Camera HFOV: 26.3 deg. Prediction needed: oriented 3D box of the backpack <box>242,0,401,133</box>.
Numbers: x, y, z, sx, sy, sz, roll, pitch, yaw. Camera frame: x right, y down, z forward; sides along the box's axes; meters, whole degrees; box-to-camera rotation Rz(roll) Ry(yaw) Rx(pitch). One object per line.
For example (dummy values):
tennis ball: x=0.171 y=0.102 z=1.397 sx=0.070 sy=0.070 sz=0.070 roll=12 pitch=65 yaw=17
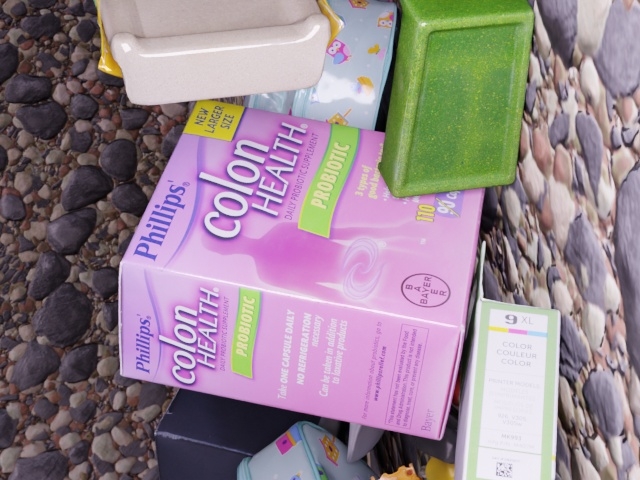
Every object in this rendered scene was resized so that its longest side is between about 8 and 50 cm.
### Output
backpack: x=0.005 y=-0.137 z=1.246 sx=0.188 sy=0.144 sz=0.166 roll=123 pitch=162 yaw=-65

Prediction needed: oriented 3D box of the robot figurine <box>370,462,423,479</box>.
robot figurine: x=0.108 y=0.347 z=1.175 sx=0.211 sy=0.085 sz=0.291 roll=65 pitch=-174 yaw=-69

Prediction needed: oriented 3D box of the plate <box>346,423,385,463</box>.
plate: x=0.068 y=0.046 z=1.283 sx=0.278 sy=0.045 sz=0.277 roll=101 pitch=176 yaw=-66

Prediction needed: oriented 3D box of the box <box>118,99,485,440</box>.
box: x=-0.006 y=0.014 z=1.036 sx=0.213 sy=0.243 sz=0.117 roll=-73 pitch=-9 yaw=-50

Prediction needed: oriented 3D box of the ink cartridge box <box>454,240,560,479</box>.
ink cartridge box: x=0.131 y=0.116 z=0.964 sx=0.109 sy=0.062 sz=0.209 roll=93 pitch=-175 yaw=-49

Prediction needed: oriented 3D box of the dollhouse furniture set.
dollhouse furniture set: x=-0.020 y=-0.142 z=1.009 sx=0.197 sy=0.301 sz=0.151 roll=-110 pitch=18 yaw=-46

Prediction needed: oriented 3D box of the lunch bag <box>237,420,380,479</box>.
lunch bag: x=0.029 y=0.325 z=1.355 sx=0.279 sy=0.108 sz=0.224 roll=47 pitch=-162 yaw=-38

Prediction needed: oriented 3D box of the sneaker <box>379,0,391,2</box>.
sneaker: x=0.027 y=-0.274 z=1.301 sx=0.319 sy=0.131 sz=0.112 roll=-46 pitch=45 yaw=50

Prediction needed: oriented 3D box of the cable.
cable: x=0.146 y=0.162 z=1.106 sx=0.287 sy=0.072 sz=0.139 roll=-162 pitch=81 yaw=-67

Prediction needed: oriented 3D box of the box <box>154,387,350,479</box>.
box: x=-0.056 y=0.232 z=1.635 sx=0.296 sy=0.183 sz=0.294 roll=90 pitch=-162 yaw=-44
